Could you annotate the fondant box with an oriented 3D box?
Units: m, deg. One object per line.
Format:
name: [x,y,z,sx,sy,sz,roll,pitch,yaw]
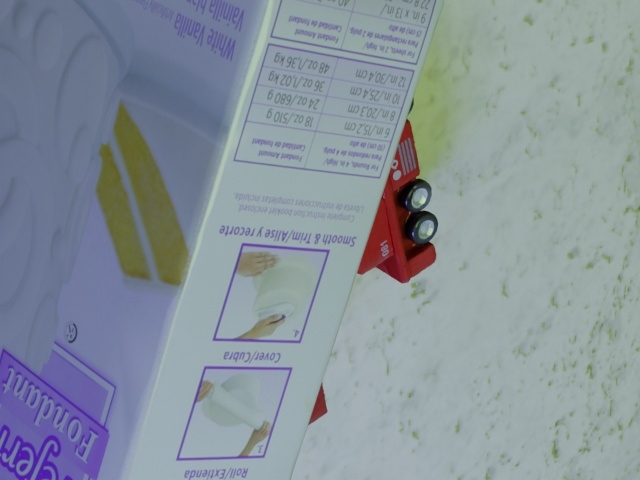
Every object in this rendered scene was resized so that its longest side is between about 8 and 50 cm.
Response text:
fondant box: [-0.103,0.005,0.755,0.096,0.238,0.330,3,110,-44]

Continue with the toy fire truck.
toy fire truck: [0.000,0.000,0.988,0.135,0.047,0.192,-33,130,-24]
